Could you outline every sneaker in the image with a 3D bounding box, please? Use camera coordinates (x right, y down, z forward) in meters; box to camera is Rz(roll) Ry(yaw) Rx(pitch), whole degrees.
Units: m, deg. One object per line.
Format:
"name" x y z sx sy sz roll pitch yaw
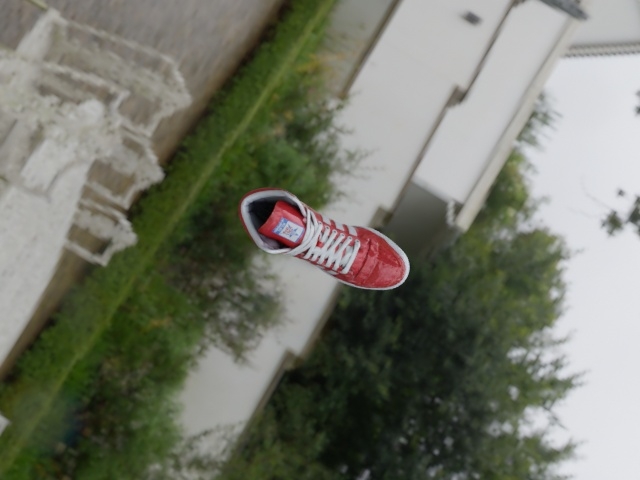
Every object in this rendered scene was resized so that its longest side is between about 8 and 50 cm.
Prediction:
"sneaker" 0.000 0.000 0.733 0.067 0.118 0.042 2 113 -82
